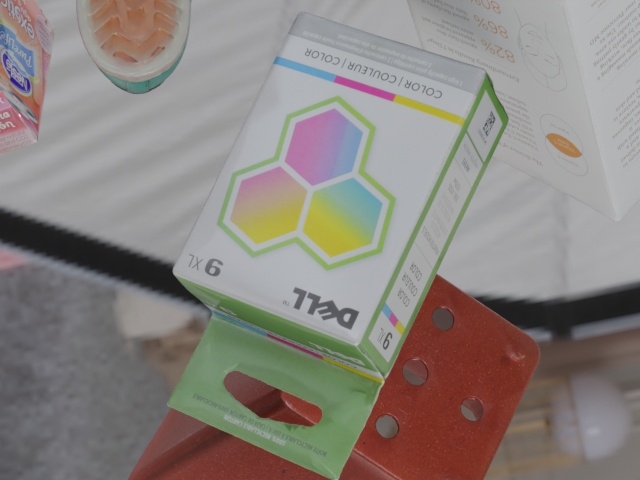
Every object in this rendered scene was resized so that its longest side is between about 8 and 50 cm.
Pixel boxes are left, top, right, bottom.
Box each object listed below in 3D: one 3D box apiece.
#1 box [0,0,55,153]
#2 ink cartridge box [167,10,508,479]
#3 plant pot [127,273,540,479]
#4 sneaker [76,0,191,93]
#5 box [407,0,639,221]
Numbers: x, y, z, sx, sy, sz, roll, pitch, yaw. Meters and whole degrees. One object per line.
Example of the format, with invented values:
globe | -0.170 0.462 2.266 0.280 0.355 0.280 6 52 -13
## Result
box | -0.395 -0.138 1.554 0.142 0.300 0.154 59 23 -43
ink cartridge box | 0.000 0.000 0.913 0.209 0.109 0.062 -64 155 -11
plant pot | 0.036 0.148 1.562 0.267 0.267 0.236 -60 -173 -32
sneaker | -0.142 -0.259 1.360 0.121 0.108 0.302 138 -45 -81
box | 0.125 -0.117 0.978 0.130 0.091 0.170 31 -25 38
